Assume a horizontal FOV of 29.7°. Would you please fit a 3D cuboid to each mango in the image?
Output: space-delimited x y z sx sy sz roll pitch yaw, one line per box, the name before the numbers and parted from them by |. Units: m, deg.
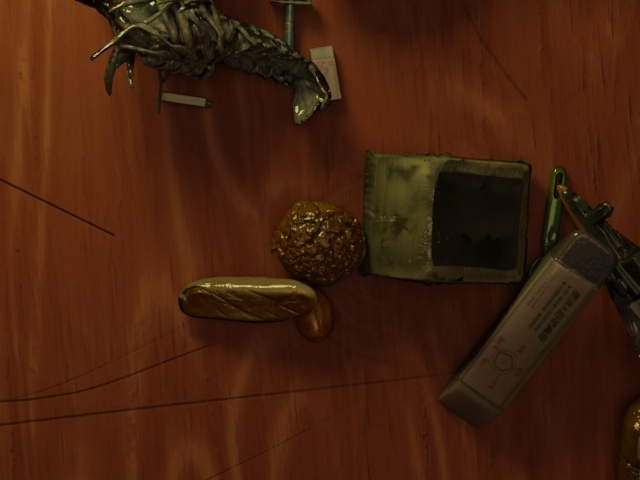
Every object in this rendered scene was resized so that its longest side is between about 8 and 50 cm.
mango | -0.009 0.111 1.838 0.060 0.046 0.089 -13 87 0

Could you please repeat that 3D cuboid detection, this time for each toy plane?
toy plane | 0.470 0.035 1.824 0.204 0.103 0.316 -36 93 -34

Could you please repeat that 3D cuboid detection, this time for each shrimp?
shrimp | -0.178 -0.276 1.737 0.411 0.221 0.166 8 64 -24

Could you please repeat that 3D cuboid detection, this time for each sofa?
sofa | 0.192 -0.031 1.826 0.225 0.176 0.210 0 93 -31

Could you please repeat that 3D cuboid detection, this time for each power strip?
power strip | -0.205 -0.213 1.827 0.083 0.027 0.017 7 95 -4

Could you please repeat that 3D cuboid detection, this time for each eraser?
eraser | 0.309 0.136 1.811 0.089 0.061 0.352 36 103 -3
eraser | 0.007 -0.253 1.838 0.038 0.019 0.083 -10 93 -1

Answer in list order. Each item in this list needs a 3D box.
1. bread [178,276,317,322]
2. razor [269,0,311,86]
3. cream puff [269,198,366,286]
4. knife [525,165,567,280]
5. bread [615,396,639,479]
bread | -0.108 0.087 1.822 0.214 0.053 0.073 -1 116 8
razor | -0.048 -0.301 1.828 0.068 0.040 0.135 2 97 -2
cream puff | -0.001 0.003 1.803 0.144 0.103 0.126 23 88 2
knife | 0.347 -0.011 1.863 0.054 0.015 0.212 9 92 -2
bread | 0.504 0.364 1.851 0.124 0.084 0.344 0 92 -25
